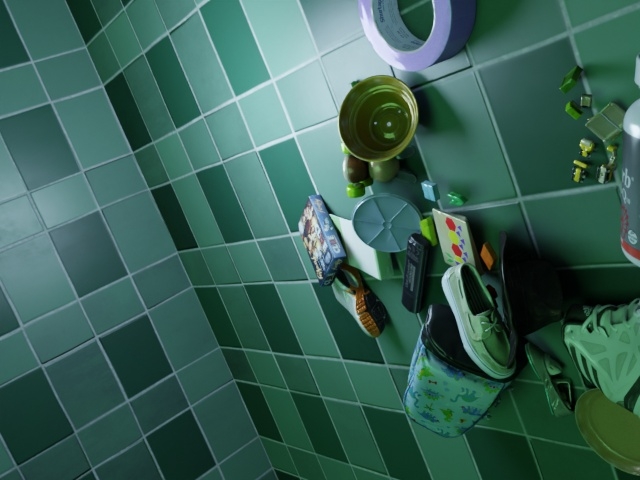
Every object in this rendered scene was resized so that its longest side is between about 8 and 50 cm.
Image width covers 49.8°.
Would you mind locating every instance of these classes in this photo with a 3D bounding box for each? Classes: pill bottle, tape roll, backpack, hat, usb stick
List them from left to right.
[{"bbox_3d":[0.212,-0.526,1.547,0.275,0.090,0.275,32,136,37],"label":"tape roll"},{"bbox_3d":[0.268,0.098,1.949,0.077,0.045,0.278,45,149,38],"label":"usb stick"},{"bbox_3d":[0.363,0.369,1.871,0.290,0.273,0.355,23,153,4],"label":"backpack"},{"bbox_3d":[0.480,0.132,1.569,0.134,0.331,0.331,-3,117,12],"label":"hat"},{"bbox_3d":[0.624,-0.137,1.167,0.210,0.210,0.363,18,127,46],"label":"pill bottle"}]

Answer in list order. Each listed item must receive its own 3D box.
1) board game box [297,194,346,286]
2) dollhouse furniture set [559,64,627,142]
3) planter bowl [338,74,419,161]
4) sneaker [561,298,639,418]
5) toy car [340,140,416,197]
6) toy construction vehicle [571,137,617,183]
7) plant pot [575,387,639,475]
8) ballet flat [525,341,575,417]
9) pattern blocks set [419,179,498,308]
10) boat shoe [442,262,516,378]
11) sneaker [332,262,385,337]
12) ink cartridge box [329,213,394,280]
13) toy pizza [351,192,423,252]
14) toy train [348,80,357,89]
[{"bbox_3d":[0.000,0.000,2.182,0.165,0.042,0.243,113,142,-50],"label":"board game box"},{"bbox_3d":[0.539,-0.269,1.355,0.151,0.058,0.076,40,138,-2],"label":"dollhouse furniture set"},{"bbox_3d":[0.160,-0.301,1.745,0.217,0.090,0.217,-1,88,27],"label":"planter bowl"},{"bbox_3d":[0.627,0.169,1.423,0.257,0.169,0.448,31,139,35],"label":"sneaker"},{"bbox_3d":[0.164,-0.206,1.845,0.188,0.149,0.155,2,117,22],"label":"toy car"},{"bbox_3d":[0.560,-0.157,1.404,0.086,0.035,0.098,37,138,49],"label":"toy construction vehicle"},{"bbox_3d":[0.717,0.445,1.629,0.236,0.032,0.236,32,136,37],"label":"plant pot"},{"bbox_3d":[0.580,0.341,1.721,0.068,0.072,0.213,-20,99,29],"label":"ballet flat"},{"bbox_3d":[0.351,0.007,1.759,0.285,0.026,0.325,38,151,49],"label":"pattern blocks set"},{"bbox_3d":[0.392,0.197,1.698,0.302,0.109,0.094,63,164,13],"label":"boat shoe"},{"bbox_3d":[0.116,0.198,2.215,0.262,0.099,0.121,61,155,14],"label":"sneaker"},{"bbox_3d":[0.124,0.009,2.088,0.235,0.056,0.171,26,134,59],"label":"ink cartridge box"},{"bbox_3d":[0.186,-0.052,1.908,0.201,0.032,0.201,8,129,10],"label":"toy pizza"},{"bbox_3d":[0.101,-0.389,1.854,0.017,0.023,0.083,-15,101,56],"label":"toy train"}]
